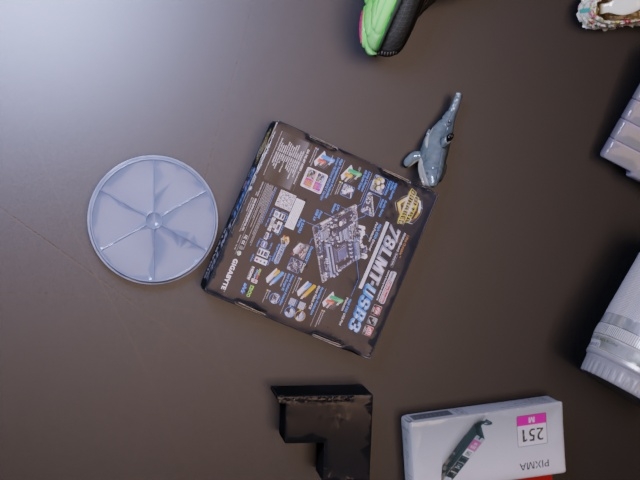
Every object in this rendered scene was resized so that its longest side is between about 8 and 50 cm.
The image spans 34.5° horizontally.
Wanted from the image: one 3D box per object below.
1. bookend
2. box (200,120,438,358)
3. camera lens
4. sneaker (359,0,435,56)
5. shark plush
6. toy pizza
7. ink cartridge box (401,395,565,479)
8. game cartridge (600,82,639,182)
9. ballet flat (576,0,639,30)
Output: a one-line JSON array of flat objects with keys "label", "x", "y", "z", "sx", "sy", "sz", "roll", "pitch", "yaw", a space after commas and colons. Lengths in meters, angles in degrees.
[{"label": "bookend", "x": 0.000, "y": 0.319, "z": 1.672, "sx": 0.156, "sy": 0.072, "sz": 0.157, "roll": 0, "pitch": 95, "yaw": -12}, {"label": "box", "x": 0.000, "y": 0.000, "z": 1.646, "sx": 0.293, "sy": 0.073, "sz": 0.295, "roll": 23, "pitch": 89, "yaw": -15}, {"label": "camera lens", "x": 0.588, "y": 0.146, "z": 1.714, "sx": 0.219, "sy": 0.219, "sz": 0.274, "roll": 32, "pitch": 88, "yaw": -13}, {"label": "sneaker", "x": 0.238, "y": -0.469, "z": 1.603, "sx": 0.202, "sy": 0.185, "sz": 0.483, "roll": 39, "pitch": 87, "yaw": -9}, {"label": "shark plush", "x": 0.205, "y": -0.159, "z": 1.679, "sx": 0.073, "sy": 0.067, "sz": 0.161, "roll": 35, "pitch": 84, "yaw": -12}, {"label": "toy pizza", "x": -0.261, "y": -0.032, "z": 1.605, "sx": 0.201, "sy": 0.032, "sz": 0.201, "roll": -1, "pitch": 95, "yaw": -14}, {"label": "ink cartridge box", "x": 0.281, "y": 0.400, "z": 1.750, "sx": 0.275, "sy": 0.060, "sz": 0.239, "roll": -6, "pitch": 95, "yaw": -12}, {"label": "game cartridge", "x": 0.680, "y": -0.155, "z": 1.738, "sx": 0.355, "sy": 0.068, "sz": 0.230, "roll": 28, "pitch": 107, "yaw": 0}, {"label": "ballet flat", "x": 0.548, "y": -0.393, "z": 1.707, "sx": 0.241, "sy": 0.077, "sz": 0.091, "roll": -13, "pitch": 99, "yaw": 3}]
